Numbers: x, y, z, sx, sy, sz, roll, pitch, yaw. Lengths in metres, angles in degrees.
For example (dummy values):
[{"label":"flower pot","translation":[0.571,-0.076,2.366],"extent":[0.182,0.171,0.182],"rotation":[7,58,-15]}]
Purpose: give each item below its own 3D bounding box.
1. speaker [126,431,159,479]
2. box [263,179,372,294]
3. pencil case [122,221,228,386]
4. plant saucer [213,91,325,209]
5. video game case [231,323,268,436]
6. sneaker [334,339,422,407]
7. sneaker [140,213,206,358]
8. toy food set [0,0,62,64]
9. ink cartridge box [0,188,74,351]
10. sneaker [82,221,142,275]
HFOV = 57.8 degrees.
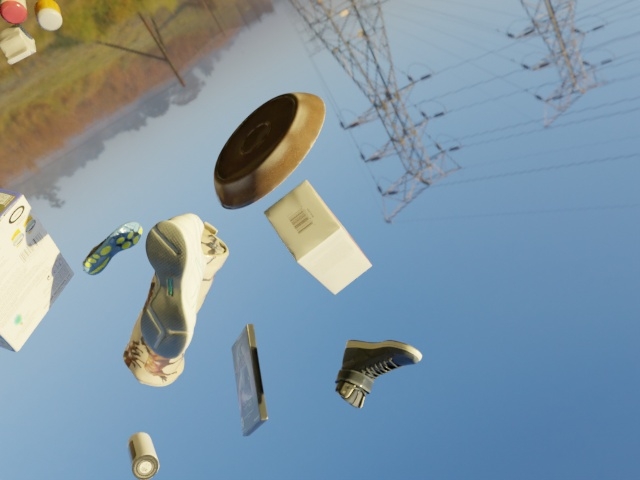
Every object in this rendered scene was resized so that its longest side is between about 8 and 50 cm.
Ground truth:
[{"label":"speaker","translation":[-0.383,0.461,1.248],"extent":[0.055,0.055,0.136],"rotation":[-37,-164,-17]},{"label":"box","translation":[0.000,0.000,1.844],"extent":[0.168,0.345,0.215],"rotation":[-37,-118,3]},{"label":"pencil case","translation":[-0.368,0.156,1.479],"extent":[0.183,0.160,0.410],"rotation":[-91,-157,-74]},{"label":"plant saucer","translation":[-0.123,-0.202,1.219],"extent":[0.310,0.050,0.310],"rotation":[-30,-142,27]},{"label":"video game case","translation":[-0.209,0.405,1.680],"extent":[0.026,0.274,0.196],"rotation":[-1,151,-24]},{"label":"sneaker","translation":[0.132,0.326,1.397],"extent":[0.226,0.086,0.163],"rotation":[-10,-134,44]},{"label":"sneaker","translation":[-0.134,0.045,0.557],"extent":[0.054,0.152,0.061],"rotation":[17,-156,11]},{"label":"toy food set","translation":[-0.527,-0.312,0.926],"extent":[0.232,0.111,0.104],"rotation":[-26,-122,2]},{"label":"ink cartridge box","translation":[-0.812,0.052,1.435],"extent":[0.151,0.395,0.270],"rotation":[14,-127,13]},{"label":"sneaker","translation":[-0.559,0.013,1.545],"extent":[0.188,0.067,0.078],"rotation":[-45,-146,-19]}]
